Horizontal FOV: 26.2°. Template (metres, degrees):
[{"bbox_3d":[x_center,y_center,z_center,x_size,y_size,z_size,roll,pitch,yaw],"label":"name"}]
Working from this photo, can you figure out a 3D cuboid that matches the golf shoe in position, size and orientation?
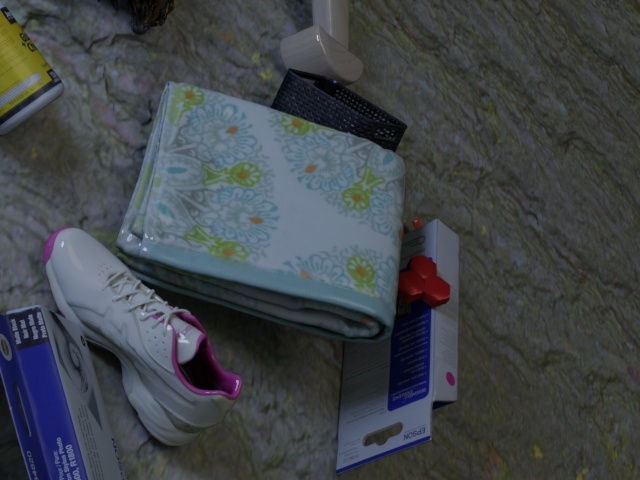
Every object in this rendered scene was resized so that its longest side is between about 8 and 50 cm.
[{"bbox_3d":[-0.207,0.099,1.651,0.306,0.140,0.115,54,39,-8],"label":"golf shoe"}]

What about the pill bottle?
[{"bbox_3d":[-0.401,-0.226,1.657,0.184,0.103,0.103,54,37,-11],"label":"pill bottle"}]

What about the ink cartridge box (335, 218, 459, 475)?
[{"bbox_3d":[0.112,0.156,1.960,0.069,0.176,0.371,37,43,-32],"label":"ink cartridge box"}]

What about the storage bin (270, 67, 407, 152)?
[{"bbox_3d":[0.024,-0.179,2.067,0.180,0.084,0.122,36,18,31],"label":"storage bin"}]

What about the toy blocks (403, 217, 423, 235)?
[{"bbox_3d":[0.144,-0.002,2.202,0.123,0.054,0.148,-23,85,-53],"label":"toy blocks"}]

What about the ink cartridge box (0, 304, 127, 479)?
[{"bbox_3d":[-0.279,0.184,1.493,0.224,0.045,0.223,54,17,-77],"label":"ink cartridge box"}]

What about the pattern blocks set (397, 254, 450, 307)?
[{"bbox_3d":[0.000,0.000,1.917,0.285,0.026,0.325,-19,61,-31],"label":"pattern blocks set"}]

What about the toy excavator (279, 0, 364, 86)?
[{"bbox_3d":[-0.032,-0.516,2.218,0.445,0.222,0.433,52,38,-27],"label":"toy excavator"}]

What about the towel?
[{"bbox_3d":[-0.066,-0.045,1.841,0.374,0.090,0.320,18,50,-11],"label":"towel"}]

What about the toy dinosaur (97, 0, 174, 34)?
[{"bbox_3d":[-0.280,-0.421,1.847,0.218,0.164,0.322,-49,124,-40],"label":"toy dinosaur"}]
